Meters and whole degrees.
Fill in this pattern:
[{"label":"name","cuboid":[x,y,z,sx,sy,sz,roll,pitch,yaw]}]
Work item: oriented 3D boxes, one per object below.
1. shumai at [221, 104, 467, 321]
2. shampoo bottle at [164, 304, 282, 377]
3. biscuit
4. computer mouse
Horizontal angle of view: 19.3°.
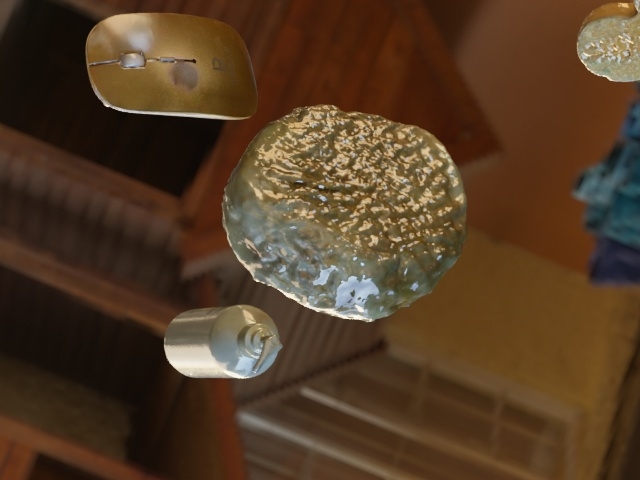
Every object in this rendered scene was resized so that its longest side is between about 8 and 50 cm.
[{"label":"shumai","cuboid":[0.000,0.000,1.868,0.260,0.225,0.222,-19,159,-44]},{"label":"shampoo bottle","cuboid":[-0.064,0.075,1.386,0.195,0.056,0.056,-10,-124,68]},{"label":"biscuit","cuboid":[0.337,-0.195,1.679,0.234,0.153,0.030,-13,-139,37]},{"label":"computer mouse","cuboid":[-0.136,-0.165,1.804,0.045,0.199,0.102,-23,-108,45]}]
